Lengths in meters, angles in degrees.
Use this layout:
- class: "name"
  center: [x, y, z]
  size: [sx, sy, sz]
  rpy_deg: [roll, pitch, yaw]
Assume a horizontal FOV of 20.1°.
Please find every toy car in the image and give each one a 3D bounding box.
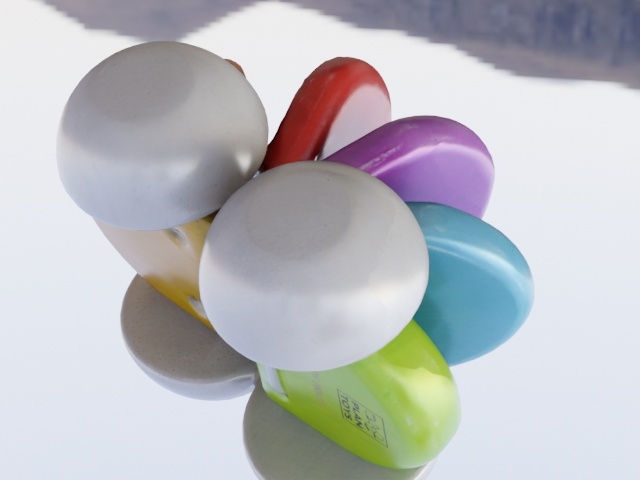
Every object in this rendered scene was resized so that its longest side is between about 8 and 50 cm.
- class: "toy car"
  center: [0.000, 0.000, 0.658]
  size: [0.136, 0.159, 0.182]
  rpy_deg: [-38, -124, -20]
